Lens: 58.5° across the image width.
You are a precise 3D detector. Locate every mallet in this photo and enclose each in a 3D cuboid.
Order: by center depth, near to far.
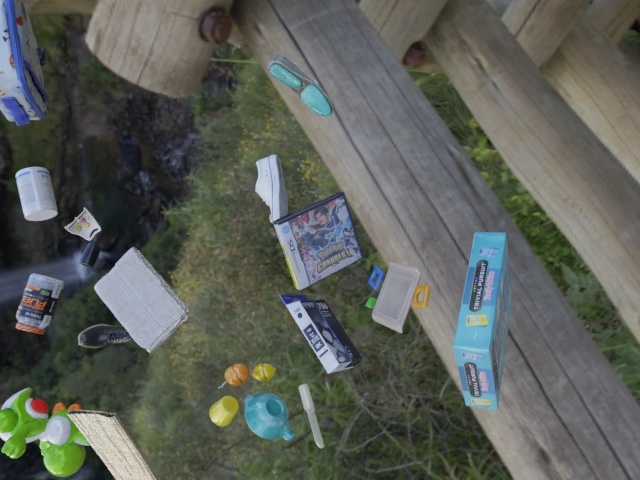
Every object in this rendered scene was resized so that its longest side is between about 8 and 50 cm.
[{"bbox_3d":[-0.627,0.041,1.562,0.190,0.039,0.062,-6,62,69],"label":"mallet"}]

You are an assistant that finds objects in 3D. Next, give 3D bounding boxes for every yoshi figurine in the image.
[{"bbox_3d":[-0.821,0.573,1.635,0.203,0.363,0.202,-87,12,-61],"label":"yoshi figurine"}]

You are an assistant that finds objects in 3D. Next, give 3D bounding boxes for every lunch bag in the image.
[{"bbox_3d":[-0.684,-0.393,1.269,0.303,0.115,0.243,164,94,-74],"label":"lunch bag"}]

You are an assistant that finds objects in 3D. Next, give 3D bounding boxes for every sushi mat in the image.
[{"bbox_3d":[-0.563,0.571,1.566,0.152,0.019,0.316,-2,126,19],"label":"sushi mat"}]

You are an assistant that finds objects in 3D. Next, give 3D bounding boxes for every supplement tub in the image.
[{"bbox_3d":[-0.638,-0.105,1.284,0.071,0.071,0.107,-29,73,46],"label":"supplement tub"},{"bbox_3d":[-0.960,0.216,1.950,0.117,0.117,0.190,2,73,47],"label":"supplement tub"}]

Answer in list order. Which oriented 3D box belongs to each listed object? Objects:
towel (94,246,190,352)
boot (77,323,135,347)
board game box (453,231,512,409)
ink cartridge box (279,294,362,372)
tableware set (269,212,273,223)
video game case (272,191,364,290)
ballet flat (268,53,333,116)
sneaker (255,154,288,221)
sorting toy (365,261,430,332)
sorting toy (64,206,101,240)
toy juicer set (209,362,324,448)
[{"bbox_3d":[-0.531,0.177,1.703,0.187,0.049,0.282,-44,78,9],"label":"towel"},{"bbox_3d":[-0.665,0.307,1.853,0.137,0.198,0.076,-7,88,44],"label":"boot"},{"bbox_3d":[0.393,0.186,1.359,0.079,0.336,0.253,2,138,25],"label":"board game box"},{"bbox_3d":[0.001,0.302,2.000,0.065,0.165,0.332,-46,65,22],"label":"ink cartridge box"},{"bbox_3d":[-0.178,-0.120,2.146,0.020,0.141,0.168,-9,90,6],"label":"tableware set"},{"bbox_3d":[0.000,0.000,1.907,0.035,0.275,0.248,10,122,59],"label":"video game case"},{"bbox_3d":[-0.043,-0.420,1.530,0.213,0.068,0.072,36,138,-18],"label":"ballet flat"},{"bbox_3d":[-0.170,-0.166,1.945,0.091,0.094,0.258,-14,66,14],"label":"sneaker"},{"bbox_3d":[0.239,0.172,1.735,0.348,0.047,0.195,14,86,67],"label":"sorting toy"},{"bbox_3d":[-0.672,-0.042,1.641,0.083,0.045,0.075,-43,95,6],"label":"sorting toy"},{"bbox_3d":[-0.143,0.458,1.616,0.089,0.329,0.209,-52,23,37],"label":"toy juicer set"}]
